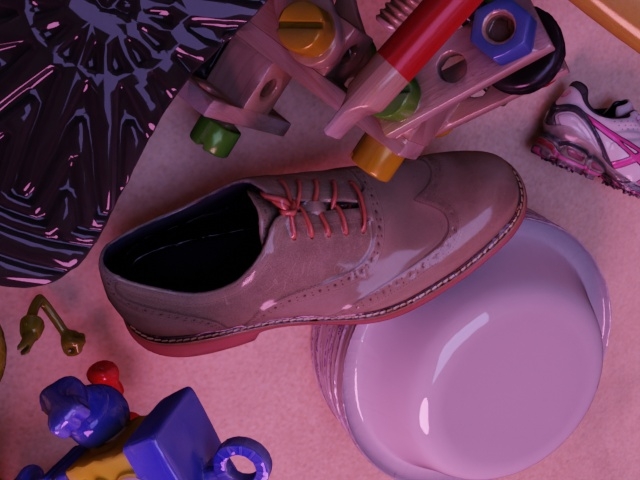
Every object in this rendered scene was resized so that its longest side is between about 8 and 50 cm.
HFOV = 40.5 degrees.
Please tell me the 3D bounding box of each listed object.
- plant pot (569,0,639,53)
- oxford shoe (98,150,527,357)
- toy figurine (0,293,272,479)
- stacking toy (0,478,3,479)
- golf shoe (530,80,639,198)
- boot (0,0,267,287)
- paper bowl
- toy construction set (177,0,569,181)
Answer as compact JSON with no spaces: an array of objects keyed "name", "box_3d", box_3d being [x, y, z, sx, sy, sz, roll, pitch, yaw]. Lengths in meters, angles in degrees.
[{"name":"plant pot","box_3d":[0.211,-0.235,0.541,0.212,0.212,0.187,-38,93,23]},{"name":"oxford shoe","box_3d":[0.000,0.000,0.675,0.348,0.123,0.130,-20,156,-2]},{"name":"toy figurine","box_3d":[-0.128,0.135,0.610,0.217,0.191,0.362,-17,105,29]},{"name":"stacking toy","box_3d":[-0.327,0.267,0.638,0.480,0.350,0.351,-1,112,-37]},{"name":"golf shoe","box_3d":[0.296,-0.089,0.837,0.186,0.067,0.086,18,102,-26]},{"name":"boot","box_3d":[-0.124,-0.158,0.528,0.131,0.260,0.348,34,103,-20]},{"name":"paper bowl","box_3d":[0.145,0.105,0.812,0.284,0.148,0.284,-7,112,-18]},{"name":"toy construction set","box_3d":[0.013,-0.118,0.592,0.257,0.309,0.237,41,102,-8]}]
